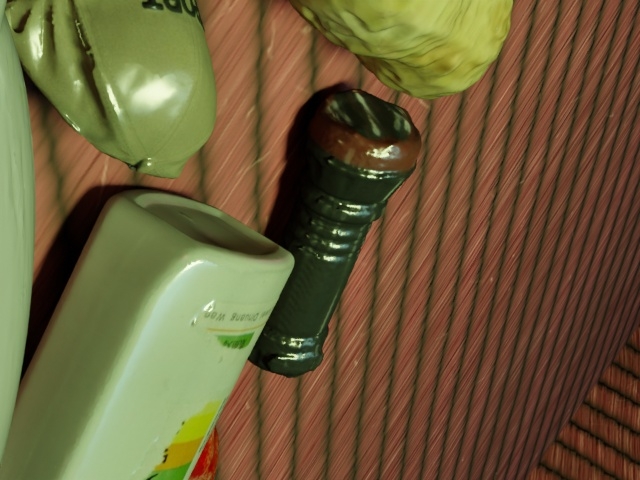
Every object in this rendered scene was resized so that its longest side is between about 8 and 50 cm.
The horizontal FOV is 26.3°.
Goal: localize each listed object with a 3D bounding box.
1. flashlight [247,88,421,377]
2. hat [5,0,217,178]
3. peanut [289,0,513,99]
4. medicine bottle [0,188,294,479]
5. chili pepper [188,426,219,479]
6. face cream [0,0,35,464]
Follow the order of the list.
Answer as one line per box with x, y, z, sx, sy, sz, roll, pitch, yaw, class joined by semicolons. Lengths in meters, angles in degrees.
0.000;0.000;1.058;0.093;0.093;0.232;-30;149;-53;flashlight
-0.076;-0.125;0.699;0.175;0.085;0.147;-60;158;5;hat
0.050;-0.170;0.874;0.130;0.130;0.290;-61;161;5;peanut
-0.132;0.120;0.870;0.296;0.111;0.161;-62;157;9;medicine bottle
-0.110;0.150;1.024;0.073;0.070;0.123;-35;155;-14;chili pepper
-0.196;0.018;0.385;0.312;0.219;0.357;-80;-175;-64;face cream
